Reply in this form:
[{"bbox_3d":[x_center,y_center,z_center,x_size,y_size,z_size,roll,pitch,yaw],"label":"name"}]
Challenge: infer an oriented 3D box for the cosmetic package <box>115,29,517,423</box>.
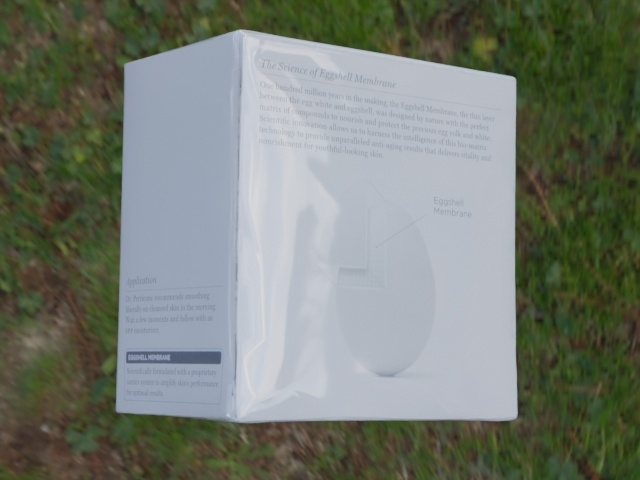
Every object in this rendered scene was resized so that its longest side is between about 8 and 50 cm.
[{"bbox_3d":[0.000,0.000,1.042,0.138,0.224,0.225,-4,83,52],"label":"cosmetic package"}]
